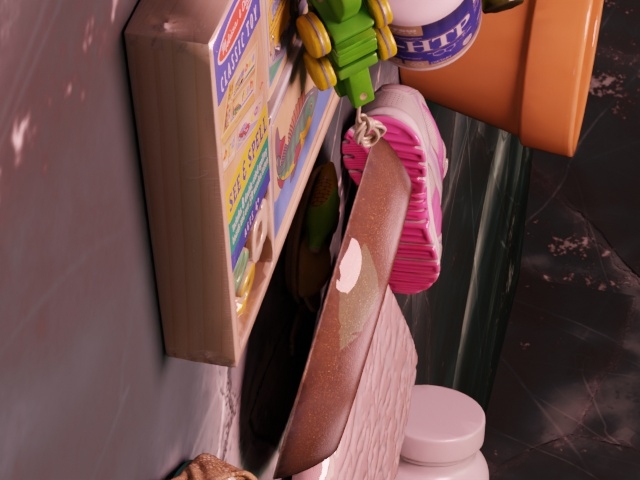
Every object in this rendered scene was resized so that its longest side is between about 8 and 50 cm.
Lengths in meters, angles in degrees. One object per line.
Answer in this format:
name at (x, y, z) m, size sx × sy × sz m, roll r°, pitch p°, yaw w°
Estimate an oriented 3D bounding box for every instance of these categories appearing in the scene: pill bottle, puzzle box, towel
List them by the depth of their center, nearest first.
puzzle box at (-0.028, -0.154, 1.089) m, size 0.272 × 0.052 × 0.409 m, roll 87°, pitch 16°, yaw -46°
pill bottle at (0.083, -0.231, 1.441) m, size 0.186 × 0.112 × 0.112 m, roll 57°, pitch 43°, yaw -73°
towel at (0.030, 0.216, 1.667) m, size 0.317 × 0.053 × 0.332 m, roll 62°, pitch 37°, yaw -66°
pill bottle at (0.125, 0.331, 2.030) m, size 0.162 × 0.162 × 0.278 m, roll -59°, pitch 157°, yaw -62°

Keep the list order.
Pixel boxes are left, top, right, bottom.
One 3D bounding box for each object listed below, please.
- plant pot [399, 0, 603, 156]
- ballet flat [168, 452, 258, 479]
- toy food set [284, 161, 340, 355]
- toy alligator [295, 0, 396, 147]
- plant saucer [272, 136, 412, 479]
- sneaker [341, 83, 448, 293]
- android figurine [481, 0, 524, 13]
plant pot at (0.207, -0.251, 1.826) m, size 0.291 × 0.203 × 0.291 m, roll 10°, pitch 90°, yaw -79°
ballet flat at (-0.082, 0.188, 1.070) m, size 0.206 × 0.067 × 0.073 m, roll -44°, pitch 143°, yaw -72°
toy food set at (0.000, 0.000, 1.406) m, size 0.192 × 0.038 × 0.132 m, roll 87°, pitch 16°, yaw -49°
toy alligator at (0.015, -0.127, 1.072) m, size 0.051 × 0.056 × 0.189 m, roll 60°, pitch -8°, yaw 26°
plant saucer at (0.024, 0.061, 1.403) m, size 0.310 × 0.050 × 0.310 m, roll 15°, pitch 90°, yaw -89°
sneaker at (0.082, -0.051, 1.622) m, size 0.252 × 0.103 × 0.111 m, roll 90°, pitch 16°, yaw -45°
android figurine at (0.138, -0.355, 1.538) m, size 0.248 × 0.056 × 0.273 m, roll 11°, pitch 63°, yaw -86°
